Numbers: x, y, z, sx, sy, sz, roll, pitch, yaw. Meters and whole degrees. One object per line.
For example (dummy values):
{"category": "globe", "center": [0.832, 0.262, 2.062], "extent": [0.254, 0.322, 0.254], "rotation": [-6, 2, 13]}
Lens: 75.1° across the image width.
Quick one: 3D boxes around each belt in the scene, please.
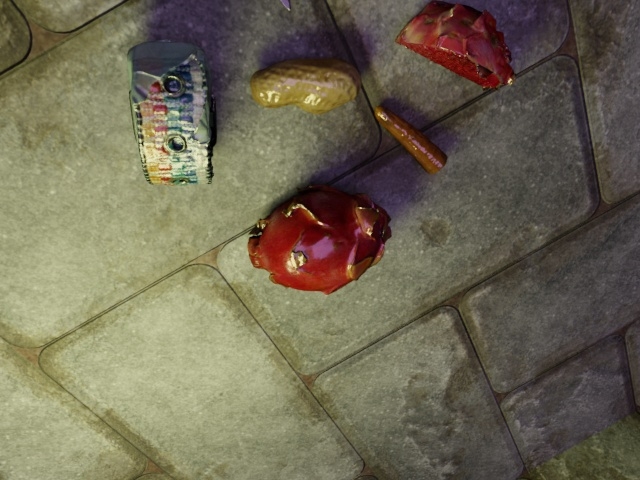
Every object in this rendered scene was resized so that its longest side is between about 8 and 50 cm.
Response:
{"category": "belt", "center": [-0.266, -0.225, 0.758], "extent": [0.150, 0.207, 0.257], "rotation": [-4, 123, -15]}

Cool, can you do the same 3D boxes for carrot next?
{"category": "carrot", "center": [0.200, -0.237, 0.954], "extent": [0.210, 0.061, 0.061], "rotation": [36, 101, -21]}

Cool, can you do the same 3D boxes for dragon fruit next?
{"category": "dragon fruit", "center": [-0.004, 0.000, 0.920], "extent": [0.315, 0.250, 0.250], "rotation": [11, 112, -1]}
{"category": "dragon fruit", "center": [0.310, -0.404, 0.844], "extent": [0.274, 0.161, 0.126], "rotation": [18, 111, -19]}

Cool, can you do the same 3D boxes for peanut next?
{"category": "peanut", "center": [-0.027, -0.310, 0.839], "extent": [0.226, 0.095, 0.108], "rotation": [-4, 111, -11]}

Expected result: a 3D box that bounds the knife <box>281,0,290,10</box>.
{"category": "knife", "center": [-0.102, -0.513, 0.776], "extent": [0.023, 0.010, 0.170], "rotation": [-31, 119, 8]}
